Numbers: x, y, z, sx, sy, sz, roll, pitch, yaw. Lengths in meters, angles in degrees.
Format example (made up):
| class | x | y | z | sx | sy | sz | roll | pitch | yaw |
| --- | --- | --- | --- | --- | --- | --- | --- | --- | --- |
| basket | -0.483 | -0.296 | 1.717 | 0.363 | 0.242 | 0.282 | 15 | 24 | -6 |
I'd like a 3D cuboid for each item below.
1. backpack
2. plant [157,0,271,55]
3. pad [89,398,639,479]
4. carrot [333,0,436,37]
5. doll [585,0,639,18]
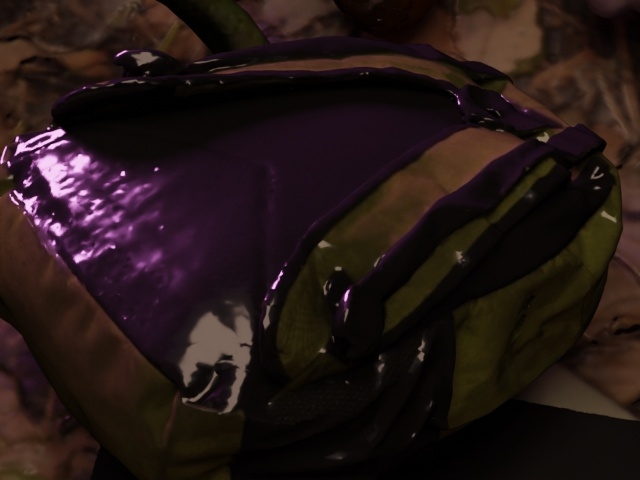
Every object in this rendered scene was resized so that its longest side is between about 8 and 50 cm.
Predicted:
| class | x | y | z | sx | sy | sz | roll | pitch | yaw |
| --- | --- | --- | --- | --- | --- | --- | --- | --- | --- |
| backpack | 0.000 | 0.000 | 0.769 | 0.253 | 0.140 | 0.207 | -24 | 49 | -28 |
| plant | -0.216 | -0.102 | 0.837 | 0.333 | 0.180 | 0.251 | -28 | 105 | -33 |
| pad | 0.032 | 0.124 | 0.765 | 0.265 | 0.009 | 0.159 | 10 | 52 | 8 |
| carrot | 0.060 | -0.166 | 0.880 | 0.055 | 0.161 | 0.055 | 28 | 28 | -16 |
| doll | 0.178 | -0.195 | 0.914 | 0.208 | 0.144 | 0.271 | -40 | 60 | 2 |
